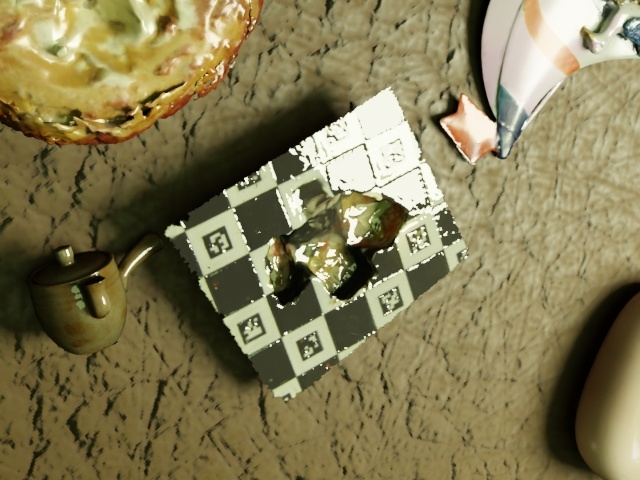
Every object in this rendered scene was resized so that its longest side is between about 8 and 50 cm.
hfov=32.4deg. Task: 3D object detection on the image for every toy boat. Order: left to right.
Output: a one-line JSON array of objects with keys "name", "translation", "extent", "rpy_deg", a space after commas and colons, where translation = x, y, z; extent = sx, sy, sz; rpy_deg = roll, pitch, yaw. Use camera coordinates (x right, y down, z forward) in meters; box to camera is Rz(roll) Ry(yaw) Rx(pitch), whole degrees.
[{"name": "toy boat", "translation": [0.209, -0.222, 0.908], "extent": [0.318, 0.072, 0.219], "rpy_deg": [-31, 115, -1]}]

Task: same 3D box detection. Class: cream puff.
[{"name": "cream puff", "translation": [-0.158, -0.185, 0.717], "extent": [0.240, 0.164, 0.240], "rpy_deg": [-7, 120, -13]}]

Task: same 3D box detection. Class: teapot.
[{"name": "teapot", "translation": [-0.157, 0.034, 0.818], "extent": [0.110, 0.085, 0.080], "rpy_deg": [-27, 114, -34]}]

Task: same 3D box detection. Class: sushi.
[{"name": "sushi", "translation": [0.000, 0.000, 0.887], "extent": [0.210, 0.040, 0.193], "rpy_deg": [-36, 120, -12]}]

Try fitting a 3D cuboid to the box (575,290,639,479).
[{"name": "box", "translation": [0.317, 0.136, 1.012], "extent": [0.146, 0.088, 0.200], "rpy_deg": [21, 94, -25]}]
